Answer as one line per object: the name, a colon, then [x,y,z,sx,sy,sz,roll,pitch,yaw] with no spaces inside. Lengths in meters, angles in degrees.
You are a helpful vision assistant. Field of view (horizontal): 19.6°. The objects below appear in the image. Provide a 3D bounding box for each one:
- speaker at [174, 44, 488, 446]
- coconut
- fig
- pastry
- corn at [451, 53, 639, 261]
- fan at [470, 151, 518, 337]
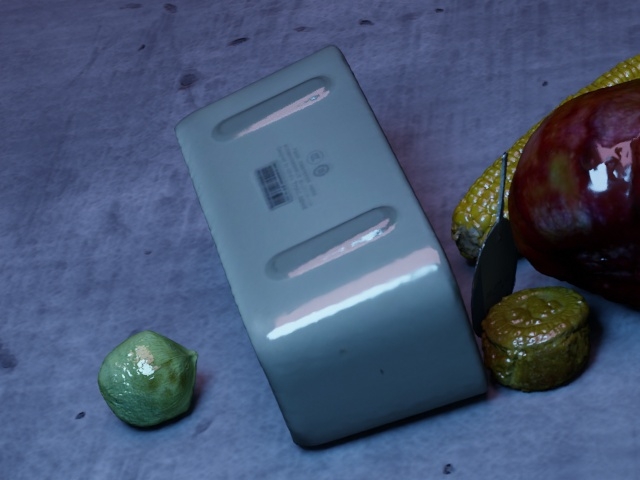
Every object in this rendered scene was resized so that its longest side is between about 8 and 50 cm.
speaker: [0.000,0.000,1.732,0.184,0.183,0.406,-23,39,-1]
coconut: [-0.156,0.127,1.714,0.096,0.088,0.088,-29,36,-7]
fig: [0.292,-0.044,1.668,0.224,0.224,0.263,7,16,30]
pastry: [0.194,0.087,1.659,0.109,0.057,0.097,-35,33,-30]
corn: [0.247,-0.082,1.835,0.313,0.102,0.102,-36,39,-28]
fan: [0.161,0.005,1.684,0.005,0.175,0.113,11,19,24]
